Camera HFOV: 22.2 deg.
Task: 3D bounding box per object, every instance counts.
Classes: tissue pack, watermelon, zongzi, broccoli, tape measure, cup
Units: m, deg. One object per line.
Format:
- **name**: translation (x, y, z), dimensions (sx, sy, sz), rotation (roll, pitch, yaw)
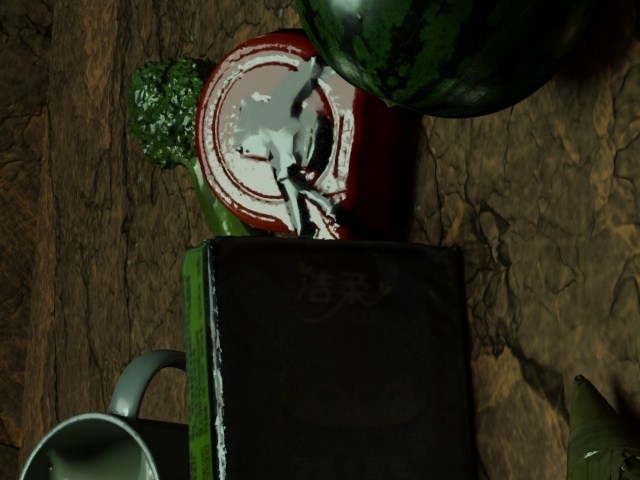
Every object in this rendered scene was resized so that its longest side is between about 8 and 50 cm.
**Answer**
- **tissue pack**: translation (0.009, 0.198, 1.663), dimensions (0.124, 0.288, 0.394), rotation (149, 121, -61)
- **watermelon**: translation (0.113, -0.250, 1.466), dimensions (0.285, 0.285, 0.285), rotation (-177, 90, -68)
- **zongzi**: translation (0.258, 0.179, 1.338), dimensions (0.160, 0.078, 0.176), rotation (-31, 51, 57)
- **broccoli**: translation (-0.136, -0.138, 2.250), dimensions (0.302, 0.186, 0.254), rotation (44, 157, 26)
- **tape measure**: translation (-0.022, -0.114, 1.871), dimensions (0.260, 0.114, 0.253), rotation (12, 100, 27)
- **cup**: translation (-0.171, 0.299, 1.991), dimensions (0.237, 0.327, 0.322), rotation (7, 85, 37)
